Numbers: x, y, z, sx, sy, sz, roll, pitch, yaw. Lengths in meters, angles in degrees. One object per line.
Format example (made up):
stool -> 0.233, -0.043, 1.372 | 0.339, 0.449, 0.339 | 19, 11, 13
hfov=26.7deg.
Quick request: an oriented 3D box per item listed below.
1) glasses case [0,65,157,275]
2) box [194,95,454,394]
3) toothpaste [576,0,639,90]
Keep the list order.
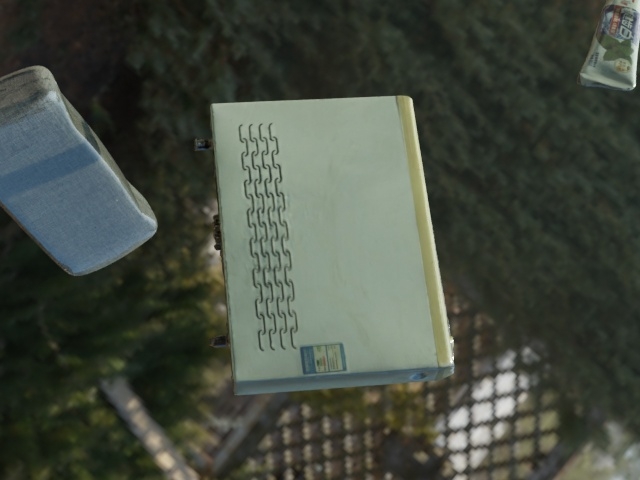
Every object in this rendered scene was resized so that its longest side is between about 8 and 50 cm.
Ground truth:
glasses case -> -0.296, -0.069, 1.520 | 0.131, 0.074, 0.323 | -27, 149, 1
box -> 0.000, 0.000, 1.172 | 0.211, 0.270, 0.045 | -5, 154, -8
toothpaste -> 0.326, -0.238, 1.468 | 0.038, 0.060, 0.233 | 94, 13, -47
